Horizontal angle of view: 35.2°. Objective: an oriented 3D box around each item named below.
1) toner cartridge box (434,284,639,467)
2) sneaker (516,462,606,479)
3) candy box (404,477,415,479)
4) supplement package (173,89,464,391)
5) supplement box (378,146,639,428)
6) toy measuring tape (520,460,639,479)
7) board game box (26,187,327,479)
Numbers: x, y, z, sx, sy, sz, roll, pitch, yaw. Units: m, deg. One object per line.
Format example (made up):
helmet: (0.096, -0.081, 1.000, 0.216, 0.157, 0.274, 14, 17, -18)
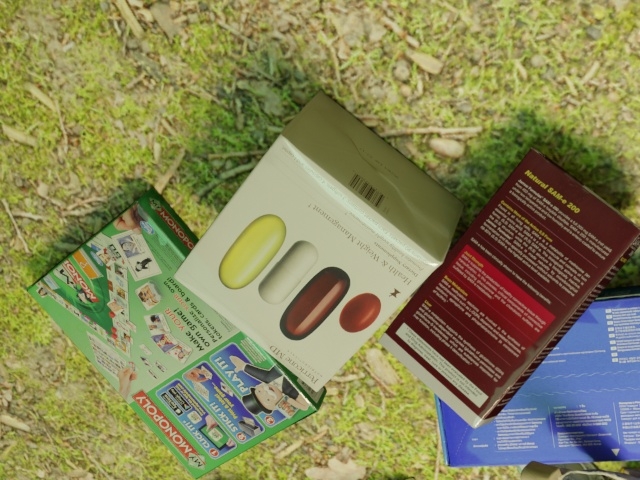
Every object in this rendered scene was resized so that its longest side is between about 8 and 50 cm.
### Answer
toner cartridge box: (0.289, 0.132, 1.010, 0.348, 0.075, 0.165, -7, 93, 21)
sneaker: (0.275, 0.338, 1.128, 0.256, 0.094, 0.151, 44, 120, -5)
candy box: (0.073, 0.403, 1.241, 0.165, 0.070, 0.196, -18, 107, 26)
supplement package: (0.000, 0.000, 1.024, 0.194, 0.149, 0.203, 38, 120, -2)
supplement box: (0.182, 0.047, 0.965, 0.130, 0.073, 0.239, 42, 101, 20)
toy measuring tape: (0.323, 0.286, 1.000, 0.330, 0.121, 0.121, 12, 127, -33)
board game box: (-0.172, 0.119, 1.200, 0.214, 0.046, 0.317, -34, 101, 30)
